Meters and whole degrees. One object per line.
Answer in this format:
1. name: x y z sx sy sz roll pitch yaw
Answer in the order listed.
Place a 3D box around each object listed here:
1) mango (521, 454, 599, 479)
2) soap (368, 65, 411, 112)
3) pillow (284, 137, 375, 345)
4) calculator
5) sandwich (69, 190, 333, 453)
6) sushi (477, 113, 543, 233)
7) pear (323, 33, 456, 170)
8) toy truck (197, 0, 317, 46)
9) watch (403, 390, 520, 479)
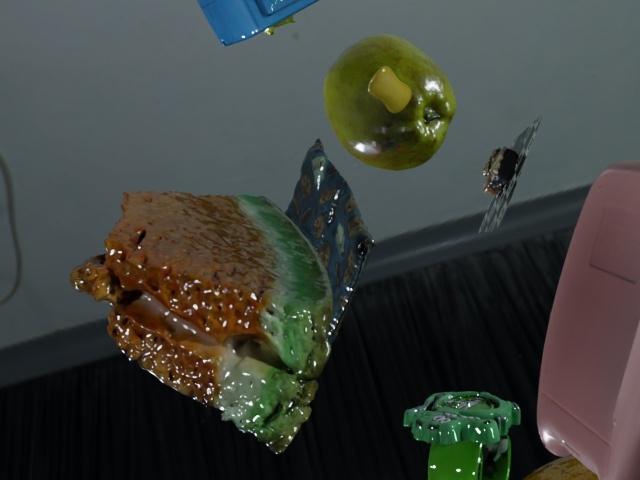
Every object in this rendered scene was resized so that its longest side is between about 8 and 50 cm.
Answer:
1. mango: 0.272 0.304 0.944 0.109 0.157 0.262 41 105 0
2. soap: 0.074 -0.158 0.904 0.034 0.012 0.089 -52 152 7
3. pillow: 0.001 0.000 1.182 0.034 0.256 0.189 7 125 -26
4. calculator: 0.277 0.074 0.804 0.048 0.220 0.330 9 97 -10
5. sandwich: -0.091 0.035 0.741 0.212 0.292 0.109 23 108 -5
6. sushi: 0.394 -0.145 1.900 0.050 0.290 0.264 22 88 2
7. pear: 0.137 -0.281 1.749 0.269 0.321 0.269 -15 119 -28
8. toy truck: -0.002 -0.425 1.248 0.385 0.162 0.161 -34 110 -22
9. watch: 0.180 0.280 1.103 0.131 0.165 0.152 3 100 28
